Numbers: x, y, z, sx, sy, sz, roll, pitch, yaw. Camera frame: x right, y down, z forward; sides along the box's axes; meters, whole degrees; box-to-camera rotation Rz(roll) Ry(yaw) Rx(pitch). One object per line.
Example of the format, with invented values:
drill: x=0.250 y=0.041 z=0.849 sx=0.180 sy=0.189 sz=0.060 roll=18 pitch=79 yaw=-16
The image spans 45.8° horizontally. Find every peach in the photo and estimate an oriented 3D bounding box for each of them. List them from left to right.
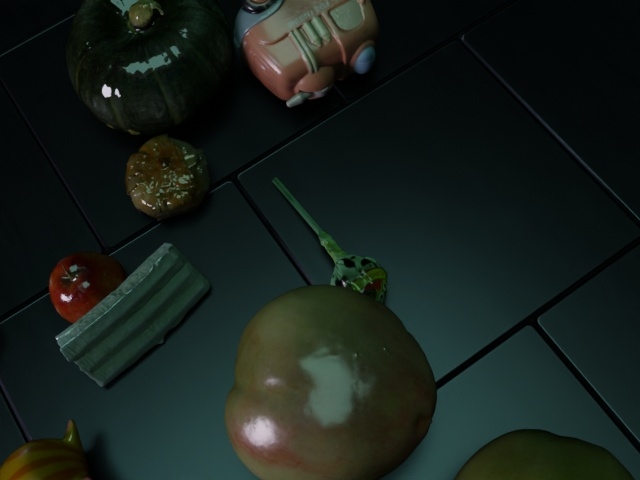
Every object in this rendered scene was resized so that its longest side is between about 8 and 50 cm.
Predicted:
peach: x=0.013 y=0.205 z=1.048 sx=0.292 sy=0.247 sz=0.292 roll=-14 pitch=50 yaw=17

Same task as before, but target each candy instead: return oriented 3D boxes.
candy: x=0.000 y=0.000 z=1.245 sx=0.091 sy=0.083 sz=0.305 roll=-43 pitch=61 yaw=4

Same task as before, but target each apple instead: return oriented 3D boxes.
apple: x=0.287 y=0.370 z=0.961 sx=0.262 sy=0.262 sz=0.262 roll=-1 pitch=67 yaw=3

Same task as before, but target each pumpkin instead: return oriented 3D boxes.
pumpkin: x=-0.301 y=-0.333 z=1.324 sx=0.300 sy=0.207 sz=0.300 roll=-1 pitch=67 yaw=3

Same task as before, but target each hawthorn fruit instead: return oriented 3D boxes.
hawthorn fruit: x=-0.376 y=0.077 z=1.203 sx=0.125 sy=0.140 sz=0.125 roll=4 pitch=98 yaw=26

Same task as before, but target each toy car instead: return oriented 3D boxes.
toy car: x=-0.010 y=-0.365 z=1.344 sx=0.270 sy=0.180 sz=0.212 roll=-33 pitch=79 yaw=-9

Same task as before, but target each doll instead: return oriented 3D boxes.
doll: x=-0.443 y=0.383 z=1.057 sx=0.269 sy=0.162 sz=0.167 roll=-24 pitch=52 yaw=-17

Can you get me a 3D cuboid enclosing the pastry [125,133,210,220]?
pastry: x=-0.261 y=-0.108 z=1.295 sx=0.153 sy=0.081 sz=0.153 roll=-2 pitch=76 yaw=8

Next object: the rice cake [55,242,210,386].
rice cake: x=-0.285 y=0.115 z=1.184 sx=0.237 sy=0.127 sz=0.043 roll=-44 pitch=44 yaw=-12
